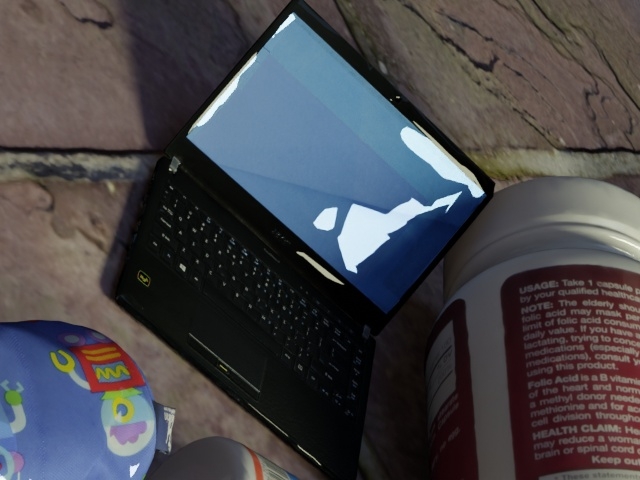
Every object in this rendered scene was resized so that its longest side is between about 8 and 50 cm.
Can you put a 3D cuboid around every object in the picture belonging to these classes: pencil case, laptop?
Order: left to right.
[{"bbox_3d":[-0.214,0.111,0.975,0.306,0.119,0.133,-1,62,-55],"label":"pencil case"},{"bbox_3d":[0.000,0.000,1.378,0.234,0.136,0.264,41,32,-21],"label":"laptop"}]

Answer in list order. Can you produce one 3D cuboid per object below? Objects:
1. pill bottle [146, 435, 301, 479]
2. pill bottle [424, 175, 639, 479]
[{"bbox_3d":[-0.010,0.221,1.153,0.221,0.124,0.124,36,34,-29],"label":"pill bottle"},{"bbox_3d":[0.191,0.150,1.415,0.224,0.224,0.392,36,35,-29],"label":"pill bottle"}]
